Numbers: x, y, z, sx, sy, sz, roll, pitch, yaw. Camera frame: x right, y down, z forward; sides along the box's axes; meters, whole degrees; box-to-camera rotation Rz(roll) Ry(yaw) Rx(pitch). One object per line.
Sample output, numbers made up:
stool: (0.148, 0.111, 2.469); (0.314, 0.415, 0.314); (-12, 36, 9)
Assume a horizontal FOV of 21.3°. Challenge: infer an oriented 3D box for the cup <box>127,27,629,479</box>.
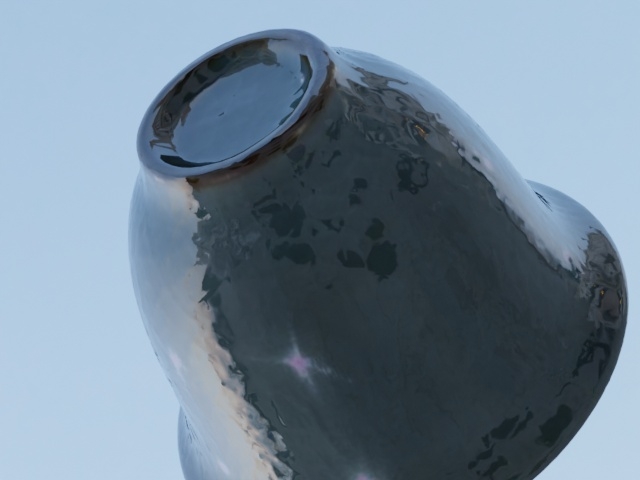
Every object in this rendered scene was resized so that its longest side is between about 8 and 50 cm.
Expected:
cup: (0.000, 0.000, 0.650); (0.199, 0.199, 0.150); (-39, -52, -8)
